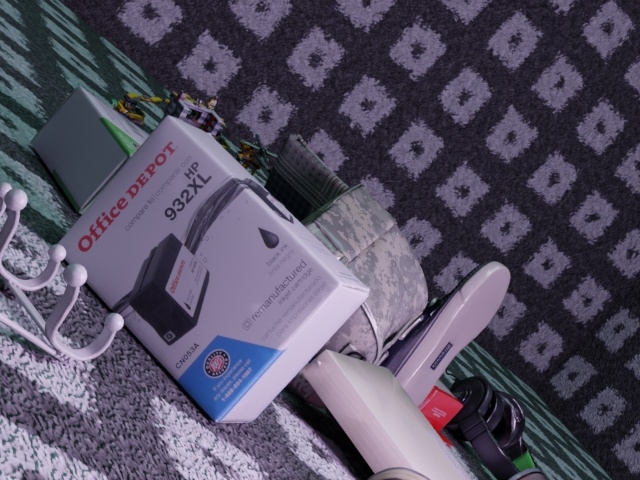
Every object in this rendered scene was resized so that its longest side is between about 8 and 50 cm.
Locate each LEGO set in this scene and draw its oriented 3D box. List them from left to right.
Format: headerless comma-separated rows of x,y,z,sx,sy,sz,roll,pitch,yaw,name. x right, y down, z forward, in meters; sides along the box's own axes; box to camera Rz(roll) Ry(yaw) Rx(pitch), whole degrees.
-0.246,-0.222,2.330,0.331,0.192,0.255,21,21,-34,LEGO set

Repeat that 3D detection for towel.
0.000,0.000,2.251,0.056,0.312,0.324,-22,59,-44,towel

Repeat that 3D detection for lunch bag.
0.042,0.082,1.986,0.256,0.212,0.305,47,28,4,lunch bag

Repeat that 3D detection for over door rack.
-0.335,-0.017,1.072,0.239,0.108,0.324,45,7,28,over door rack

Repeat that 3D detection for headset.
0.361,0.350,2.469,0.243,0.185,0.394,34,21,-53,headset

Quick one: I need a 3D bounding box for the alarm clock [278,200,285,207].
-0.152,-0.037,2.012,0.064,0.192,0.129,105,-30,-60,alarm clock

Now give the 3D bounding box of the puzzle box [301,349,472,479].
0.152,0.339,1.661,0.409,0.052,0.272,53,10,24,puzzle box

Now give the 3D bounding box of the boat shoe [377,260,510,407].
0.199,0.151,2.208,0.158,0.340,0.127,34,-11,38,boat shoe

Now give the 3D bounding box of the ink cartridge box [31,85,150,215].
-0.271,-0.079,1.795,0.289,0.121,0.211,35,9,-47,ink cartridge box

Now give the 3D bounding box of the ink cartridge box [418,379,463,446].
0.189,0.291,2.298,0.231,0.078,0.134,47,8,35,ink cartridge box

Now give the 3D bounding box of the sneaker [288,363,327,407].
-0.039,0.198,1.706,0.134,0.051,0.070,51,23,5,sneaker

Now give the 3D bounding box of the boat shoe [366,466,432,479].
0.176,0.408,1.333,0.355,0.132,0.130,34,15,10,boat shoe

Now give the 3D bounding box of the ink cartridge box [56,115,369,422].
-0.133,0.035,1.413,0.307,0.223,0.129,44,7,18,ink cartridge box

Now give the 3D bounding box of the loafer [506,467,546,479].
0.409,0.495,2.227,0.084,0.096,0.267,52,8,26,loafer
